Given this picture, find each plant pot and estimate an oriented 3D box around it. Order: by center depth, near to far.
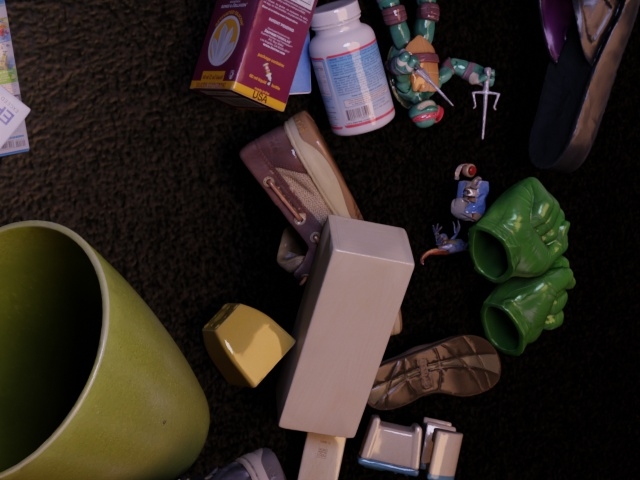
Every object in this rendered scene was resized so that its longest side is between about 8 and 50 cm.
[{"bbox_3d":[-0.253,0.161,1.350,0.293,0.274,0.275,39,73,-52],"label":"plant pot"},{"bbox_3d":[-0.098,0.123,1.551,0.081,0.081,0.083,-47,110,-21],"label":"plant pot"}]

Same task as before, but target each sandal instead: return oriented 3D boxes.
[{"bbox_3d":[0.151,0.185,1.761,0.219,0.060,0.090,-15,100,-19],"label":"sandal"},{"bbox_3d":[0.368,-0.320,1.786,0.107,0.167,0.446,16,87,-19],"label":"sandal"}]

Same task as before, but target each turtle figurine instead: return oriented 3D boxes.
[{"bbox_3d":[0.135,-0.237,1.647,0.175,0.118,0.234,-11,88,-50],"label":"turtle figurine"}]

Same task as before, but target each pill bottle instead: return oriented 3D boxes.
[{"bbox_3d":[0.036,-0.220,1.592,0.087,0.087,0.160,-28,113,-30],"label":"pill bottle"}]

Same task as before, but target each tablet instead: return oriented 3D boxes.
[{"bbox_3d":[-0.036,-0.227,1.589,0.054,0.006,0.083,-8,101,-35],"label":"tablet"}]

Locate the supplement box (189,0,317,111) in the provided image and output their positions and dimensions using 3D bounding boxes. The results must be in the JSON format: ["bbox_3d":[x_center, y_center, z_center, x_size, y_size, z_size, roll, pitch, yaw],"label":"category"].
[{"bbox_3d":[-0.074,-0.255,1.495,0.080,0.104,0.188,20,85,-36],"label":"supplement box"}]

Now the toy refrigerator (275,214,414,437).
[{"bbox_3d":[0.025,0.107,1.551,0.102,0.094,0.270,10,119,-11],"label":"toy refrigerator"}]

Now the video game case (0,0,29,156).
[{"bbox_3d":[-0.381,-0.167,1.338,0.119,0.015,0.166,-15,106,-33],"label":"video game case"}]

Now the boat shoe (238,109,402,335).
[{"bbox_3d":[0.000,0.000,1.599,0.123,0.123,0.342,-26,124,2],"label":"boat shoe"}]

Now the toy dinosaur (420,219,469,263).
[{"bbox_3d":[0.189,0.004,1.782,0.090,0.047,0.082,-44,136,15],"label":"toy dinosaur"}]

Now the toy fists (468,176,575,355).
[{"bbox_3d":[0.296,0.035,1.786,0.142,0.096,0.279,-45,138,-30],"label":"toy fists"}]

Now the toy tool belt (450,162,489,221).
[{"bbox_3d":[0.219,-0.067,1.772,0.052,0.051,0.083,5,94,-37],"label":"toy tool belt"}]

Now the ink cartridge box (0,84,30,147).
[{"bbox_3d":[-0.446,-0.118,1.263,0.223,0.045,0.224,42,76,-30],"label":"ink cartridge box"}]

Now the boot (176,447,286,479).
[{"bbox_3d":[-0.202,0.350,1.371,0.284,0.377,0.138,-14,74,-25],"label":"boot"}]

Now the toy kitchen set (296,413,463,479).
[{"bbox_3d":[0.077,0.296,1.717,0.207,0.166,0.122,12,88,0],"label":"toy kitchen set"}]
